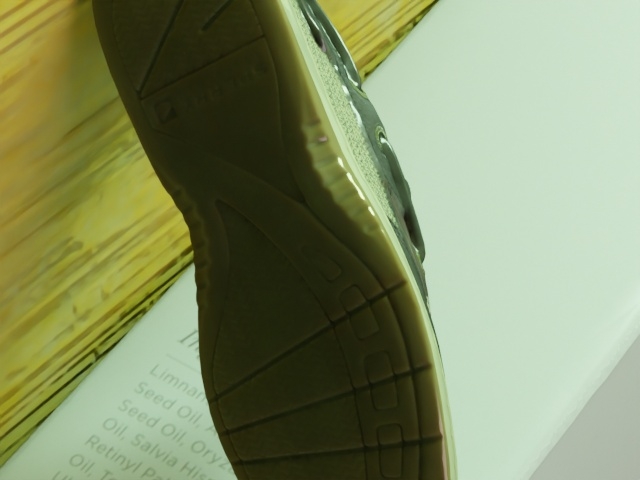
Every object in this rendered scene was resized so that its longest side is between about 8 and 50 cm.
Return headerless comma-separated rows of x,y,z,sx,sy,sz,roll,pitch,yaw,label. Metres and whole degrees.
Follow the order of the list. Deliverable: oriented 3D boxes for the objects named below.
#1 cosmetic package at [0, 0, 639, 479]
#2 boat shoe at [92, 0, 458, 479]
0.027,0.111,0.767,0.453,0.161,0.230,-49,148,-26,cosmetic package
-0.001,0.000,0.620,0.073,0.080,0.223,-18,87,-63,boat shoe
